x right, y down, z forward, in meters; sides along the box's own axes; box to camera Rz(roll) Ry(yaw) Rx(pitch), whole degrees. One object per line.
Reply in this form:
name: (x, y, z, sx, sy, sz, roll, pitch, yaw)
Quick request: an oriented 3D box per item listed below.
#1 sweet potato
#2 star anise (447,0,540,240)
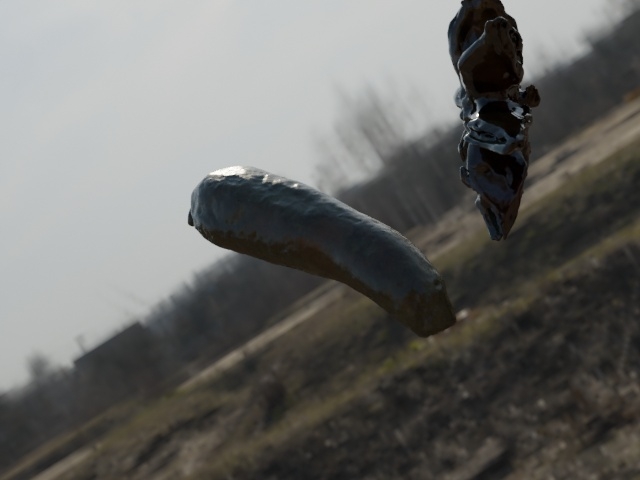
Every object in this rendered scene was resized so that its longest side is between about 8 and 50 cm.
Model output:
sweet potato: (0.000, 0.000, 1.133, 0.273, 0.075, 0.075, 23, 40, 38)
star anise: (0.173, -0.129, 1.466, 0.088, 0.288, 0.288, -3, 1, 5)
